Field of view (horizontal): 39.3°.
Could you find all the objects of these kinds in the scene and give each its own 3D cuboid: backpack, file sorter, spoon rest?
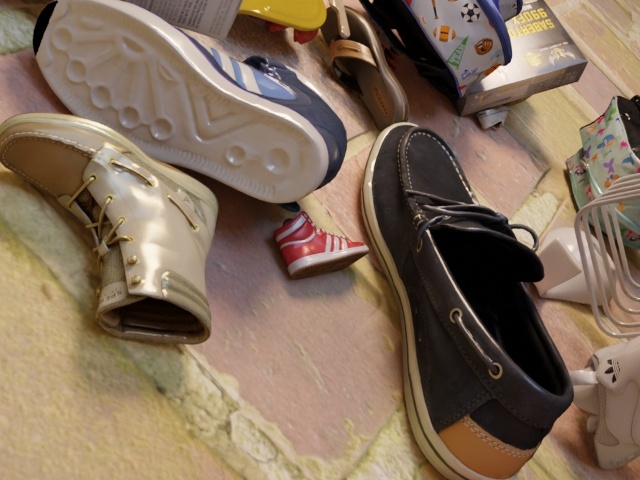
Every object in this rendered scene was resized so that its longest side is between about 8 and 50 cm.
[{"bbox_3d":[0.182,-0.352,1.331,0.263,0.213,0.276,64,14,12],"label":"backpack"},{"bbox_3d":[0.464,0.005,1.202,0.278,0.173,0.192,-23,100,-60],"label":"file sorter"},{"bbox_3d":[0.538,-0.096,1.493,0.225,0.191,0.253,28,30,-19],"label":"backpack"},{"bbox_3d":[0.355,0.038,1.282,0.137,0.084,0.276,58,23,17],"label":"spoon rest"}]

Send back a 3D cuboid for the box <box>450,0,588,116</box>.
[{"bbox_3d":[0.295,-0.318,1.488,0.231,0.056,0.183,-17,62,-14],"label":"box"}]

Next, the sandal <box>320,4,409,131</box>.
[{"bbox_3d":[0.049,-0.238,1.249,0.060,0.090,0.219,-16,71,-28],"label":"sandal"}]

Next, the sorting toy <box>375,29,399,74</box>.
[{"bbox_3d":[0.087,-0.282,1.321,0.061,0.042,0.102,44,5,26],"label":"sorting toy"}]

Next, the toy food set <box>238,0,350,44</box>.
[{"bbox_3d":[-0.066,-0.314,1.202,0.218,0.071,0.128,8,53,-37],"label":"toy food set"}]

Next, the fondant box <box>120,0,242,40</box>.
[{"bbox_3d":[-0.248,-0.360,0.968,0.330,0.096,0.238,15,38,-22],"label":"fondant box"}]

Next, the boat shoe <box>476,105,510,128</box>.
[{"bbox_3d":[0.291,-0.203,1.493,0.100,0.035,0.035,-22,99,-58],"label":"boat shoe"}]

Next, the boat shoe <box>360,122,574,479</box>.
[{"bbox_3d":[0.164,0.028,1.011,0.187,0.156,0.500,23,39,-26],"label":"boat shoe"}]

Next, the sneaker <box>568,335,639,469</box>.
[{"bbox_3d":[0.447,0.205,1.077,0.366,0.210,0.137,36,42,-35],"label":"sneaker"}]

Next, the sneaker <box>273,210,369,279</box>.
[{"bbox_3d":[0.000,0.000,0.965,0.118,0.042,0.067,-10,65,-48],"label":"sneaker"}]

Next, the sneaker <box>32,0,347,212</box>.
[{"bbox_3d":[-0.120,-0.154,0.958,0.323,0.130,0.236,28,17,-1],"label":"sneaker"}]

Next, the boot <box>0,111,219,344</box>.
[{"bbox_3d":[-0.181,-0.008,0.758,0.213,0.077,0.165,26,40,-30],"label":"boot"}]

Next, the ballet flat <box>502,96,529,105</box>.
[{"bbox_3d":[0.367,-0.340,1.649,0.123,0.123,0.348,28,38,-24],"label":"ballet flat"}]
